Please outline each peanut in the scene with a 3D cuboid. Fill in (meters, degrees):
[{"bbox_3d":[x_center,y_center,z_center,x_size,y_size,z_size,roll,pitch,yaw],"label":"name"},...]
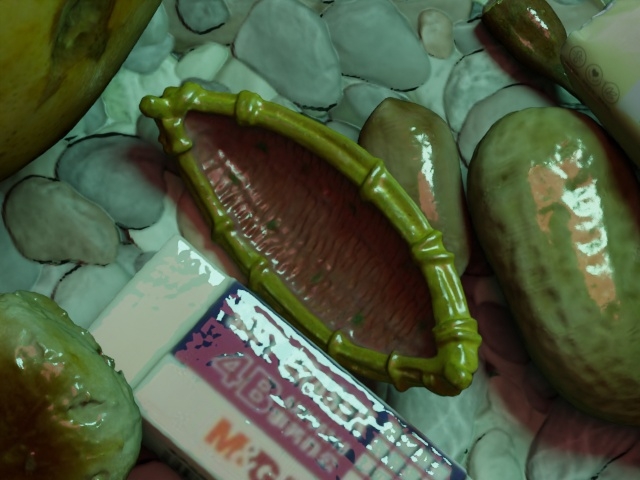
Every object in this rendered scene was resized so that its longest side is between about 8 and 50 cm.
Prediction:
[{"bbox_3d":[0.194,0.022,1.260,0.137,0.122,0.253,-8,75,-54],"label":"peanut"},{"bbox_3d":[0.070,-0.033,1.284,0.076,0.076,0.152,-10,80,-12],"label":"peanut"}]

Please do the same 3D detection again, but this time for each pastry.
[{"bbox_3d":[-0.214,0.137,1.146,0.182,0.093,0.192,44,105,1],"label":"pastry"}]

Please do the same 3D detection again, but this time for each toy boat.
[{"bbox_3d":[0.002,-0.002,1.233,0.318,0.099,0.141,42,112,19],"label":"toy boat"}]

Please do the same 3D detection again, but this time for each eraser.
[{"bbox_3d":[-0.038,0.132,1.215,0.279,0.081,0.124,39,72,3],"label":"eraser"}]

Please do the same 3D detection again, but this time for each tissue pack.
[{"bbox_3d":[0.308,-0.057,1.241,0.123,0.215,0.256,-49,64,18],"label":"tissue pack"}]

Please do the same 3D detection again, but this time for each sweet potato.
[{"bbox_3d":[0.171,-0.151,1.345,0.049,0.049,0.117,-33,78,-16],"label":"sweet potato"}]

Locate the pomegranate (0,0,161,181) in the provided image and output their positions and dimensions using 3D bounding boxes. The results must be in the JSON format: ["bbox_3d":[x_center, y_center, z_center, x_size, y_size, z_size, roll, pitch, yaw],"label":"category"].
[{"bbox_3d":[-0.290,-0.230,1.121,0.417,0.416,0.416,2,74,-8],"label":"pomegranate"}]
